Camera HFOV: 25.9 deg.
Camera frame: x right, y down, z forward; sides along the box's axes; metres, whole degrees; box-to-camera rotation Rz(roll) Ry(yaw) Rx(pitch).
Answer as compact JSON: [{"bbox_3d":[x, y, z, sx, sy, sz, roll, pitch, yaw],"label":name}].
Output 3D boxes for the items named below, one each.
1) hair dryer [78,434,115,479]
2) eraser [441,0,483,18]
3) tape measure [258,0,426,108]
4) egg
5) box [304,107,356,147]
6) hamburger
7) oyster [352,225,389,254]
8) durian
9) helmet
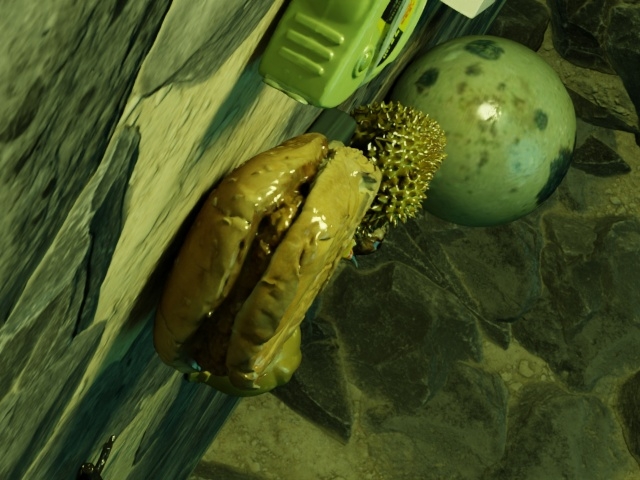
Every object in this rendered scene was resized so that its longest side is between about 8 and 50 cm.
[{"bbox_3d":[-0.265,0.262,1.661,0.079,0.031,0.083,100,7,-56],"label":"hair dryer"},{"bbox_3d":[0.252,-0.424,2.263,0.078,0.076,0.298,-60,176,19],"label":"eraser"},{"bbox_3d":[0.030,-0.198,1.160,0.177,0.087,0.154,-60,164,11],"label":"tape measure"},{"bbox_3d":[0.282,-0.199,2.487,0.345,0.345,0.428,-58,162,-2],"label":"egg"},{"bbox_3d":[-0.038,-0.055,1.729,0.230,0.050,0.160,-54,174,-47],"label":"box"},{"bbox_3d":[-0.056,0.012,1.390,0.259,0.145,0.283,-63,170,20],"label":"hamburger"},{"bbox_3d":[0.005,0.000,2.061,0.233,0.107,0.161,-33,-170,15],"label":"oyster"},{"bbox_3d":[0.059,-0.095,1.920,0.138,0.193,0.237,47,57,-46],"label":"durian"},{"bbox_3d":[-0.098,0.164,2.138,0.205,0.140,0.257,-58,179,0],"label":"helmet"}]
